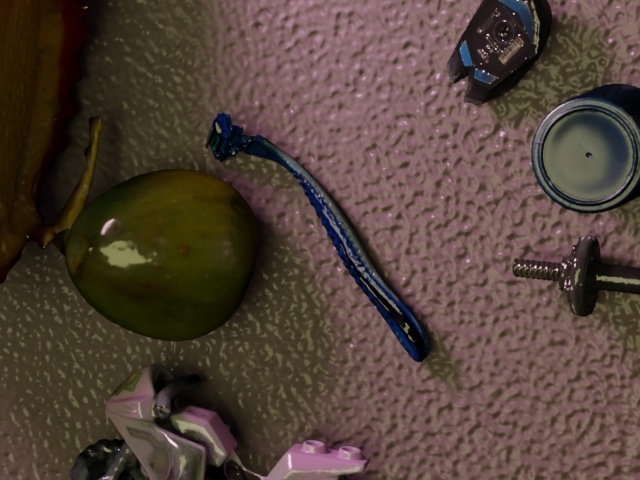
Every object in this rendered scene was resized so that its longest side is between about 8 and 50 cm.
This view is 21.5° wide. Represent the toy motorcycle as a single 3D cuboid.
[{"bbox_3d":[-0.104,0.232,1.761,0.327,0.143,0.188,7,101,12],"label":"toy motorcycle"}]

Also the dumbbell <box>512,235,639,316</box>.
[{"bbox_3d":[0.308,0.039,1.606,0.254,0.081,0.081,7,100,20],"label":"dumbbell"}]

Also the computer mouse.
[{"bbox_3d":[0.178,-0.190,1.639,0.135,0.047,0.079,-48,68,32],"label":"computer mouse"}]

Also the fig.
[{"bbox_3d":[-0.167,0.012,1.737,0.181,0.191,0.181,9,101,55],"label":"fig"}]

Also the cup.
[{"bbox_3d":[0.278,-0.089,1.565,0.150,0.138,0.113,-14,93,22],"label":"cup"}]

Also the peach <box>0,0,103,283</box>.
[{"bbox_3d":[-0.412,-0.140,1.711,0.310,0.335,0.405,9,93,20],"label":"peach"}]

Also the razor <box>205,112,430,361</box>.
[{"bbox_3d":[0.009,-0.008,1.730,0.056,0.093,0.324,-42,85,-15],"label":"razor"}]
